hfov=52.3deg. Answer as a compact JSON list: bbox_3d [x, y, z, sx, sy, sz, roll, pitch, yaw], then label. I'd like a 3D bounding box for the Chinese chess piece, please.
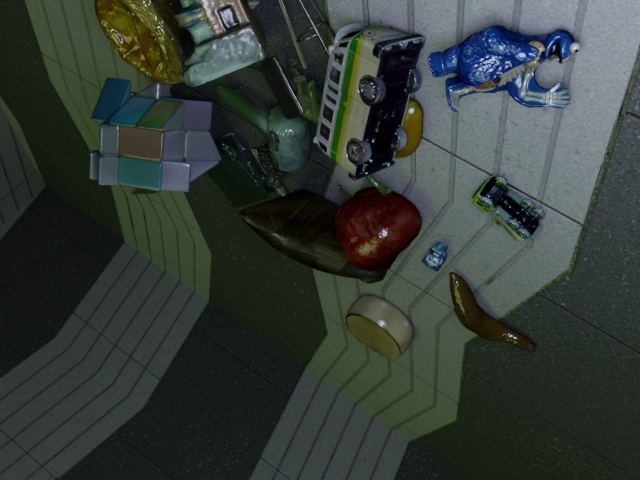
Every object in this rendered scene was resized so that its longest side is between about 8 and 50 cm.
[{"bbox_3d":[0.213,0.313,2.368,0.257,0.104,0.257,32,154,18],"label":"Chinese chess piece"}]

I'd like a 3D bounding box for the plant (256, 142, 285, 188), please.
[{"bbox_3d":[-0.149,-0.228,2.026,0.174,0.087,0.085,79,165,-46],"label":"plant"}]

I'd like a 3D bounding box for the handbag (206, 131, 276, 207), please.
[{"bbox_3d":[-0.289,-0.232,2.198,0.247,0.079,0.260,51,153,-22],"label":"handbag"}]

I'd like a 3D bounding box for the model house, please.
[{"bbox_3d":[-0.265,-0.548,1.456,0.267,0.194,0.325,-98,-12,-63],"label":"model house"}]

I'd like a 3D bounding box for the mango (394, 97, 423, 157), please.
[{"bbox_3d":[0.182,-0.262,1.502,0.111,0.089,0.163,18,139,19],"label":"mango"}]

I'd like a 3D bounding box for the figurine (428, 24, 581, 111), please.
[{"bbox_3d":[0.332,-0.325,1.174,0.262,0.121,0.164,3,146,27],"label":"figurine"}]

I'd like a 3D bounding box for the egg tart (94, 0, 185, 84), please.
[{"bbox_3d":[-0.484,-0.593,1.818,0.341,0.132,0.341,32,154,18],"label":"egg tart"}]

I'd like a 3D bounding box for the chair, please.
[{"bbox_3d":[-0.039,-0.484,1.407,0.095,0.104,0.222,-15,121,20],"label":"chair"}]

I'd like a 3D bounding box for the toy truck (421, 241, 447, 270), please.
[{"bbox_3d":[0.322,0.036,1.803,0.056,0.073,0.090,32,155,15],"label":"toy truck"}]

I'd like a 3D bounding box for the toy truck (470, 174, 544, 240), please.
[{"bbox_3d":[0.424,-0.068,1.498,0.169,0.077,0.100,38,169,-4],"label":"toy truck"}]

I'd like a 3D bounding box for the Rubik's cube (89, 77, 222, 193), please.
[{"bbox_3d":[-0.517,-0.312,2.018,0.387,0.368,0.359,18,109,47],"label":"Rubik's cube"}]

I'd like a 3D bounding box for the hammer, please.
[{"bbox_3d":[-0.166,-0.346,1.829,0.335,0.119,0.206,39,155,18],"label":"hammer"}]

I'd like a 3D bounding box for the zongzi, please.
[{"bbox_3d":[0.000,0.000,1.869,0.403,0.208,0.432,28,-169,15],"label":"zongzi"}]

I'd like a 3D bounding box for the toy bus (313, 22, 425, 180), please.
[{"bbox_3d":[0.095,-0.308,1.392,0.179,0.143,0.306,39,136,31],"label":"toy bus"}]

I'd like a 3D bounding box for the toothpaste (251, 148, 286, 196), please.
[{"bbox_3d":[-0.165,-0.217,2.114,0.197,0.029,0.048,56,162,-25],"label":"toothpaste"}]

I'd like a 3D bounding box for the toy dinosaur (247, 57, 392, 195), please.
[{"bbox_3d":[-0.002,-0.305,1.678,0.447,0.087,0.301,29,152,31],"label":"toy dinosaur"}]

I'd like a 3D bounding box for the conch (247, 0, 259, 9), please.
[{"bbox_3d":[-0.128,-0.595,1.370,0.116,0.106,0.173,31,146,-27],"label":"conch"}]

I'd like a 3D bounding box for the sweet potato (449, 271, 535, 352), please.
[{"bbox_3d":[0.474,0.230,1.909,0.346,0.079,0.108,40,143,-7],"label":"sweet potato"}]

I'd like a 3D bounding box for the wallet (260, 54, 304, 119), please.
[{"bbox_3d":[-0.095,-0.374,1.605,0.082,0.018,0.157,-5,117,59],"label":"wallet"}]

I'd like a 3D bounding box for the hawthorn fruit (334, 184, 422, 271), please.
[{"bbox_3d":[0.132,-0.051,1.767,0.266,0.230,0.210,45,-173,24],"label":"hawthorn fruit"}]
